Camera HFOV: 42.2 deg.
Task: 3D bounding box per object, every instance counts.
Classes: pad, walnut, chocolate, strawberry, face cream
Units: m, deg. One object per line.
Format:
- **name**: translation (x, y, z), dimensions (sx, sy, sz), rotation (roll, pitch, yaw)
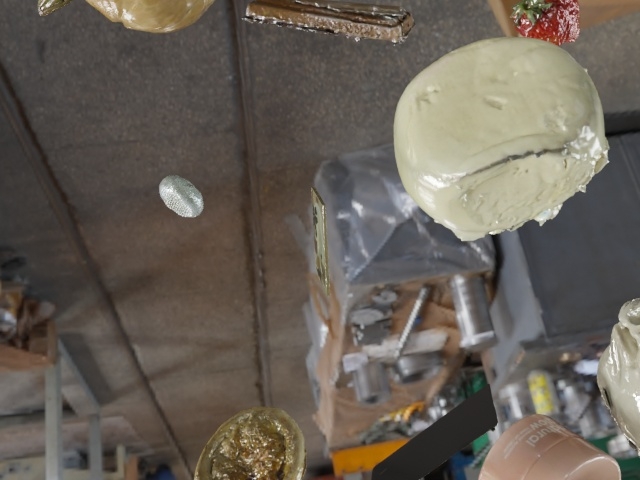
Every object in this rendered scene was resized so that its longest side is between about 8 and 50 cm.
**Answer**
- **pad**: translation (0.184, 0.344, 1.371), dimensions (0.265, 0.009, 0.159), rotation (-40, -173, 14)
- **walnut**: translation (-0.275, -0.503, 1.365), dimensions (0.251, 0.313, 0.277), rotation (24, -172, 23)
- **chocolate**: translation (0.014, -0.428, 1.572), dimensions (0.329, 0.102, 0.065), rotation (12, 121, 17)
- **strawberry**: translation (0.495, -0.487, 1.797), dimensions (0.148, 0.131, 0.131), rotation (2, 151, -39)
- **face cream**: translation (0.282, 0.304, 1.025), dimensions (0.149, 0.104, 0.149), rotation (-15, 117, -31)

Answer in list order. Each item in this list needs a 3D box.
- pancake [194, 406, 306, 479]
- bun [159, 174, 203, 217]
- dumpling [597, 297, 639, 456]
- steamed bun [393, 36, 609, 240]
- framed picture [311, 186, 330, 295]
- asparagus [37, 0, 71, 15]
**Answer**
- **pancake**: translation (-0.079, 0.258, 0.963), dimensions (0.151, 0.152, 0.025), rotation (-18, 132, 15)
- **bun**: translation (-0.228, -0.075, 1.376), dimensions (0.083, 0.045, 0.083), rotation (29, 154, 15)
- **dumpling**: translation (0.433, 0.182, 1.038), dimensions (0.172, 0.247, 0.142), rotation (-16, -173, -37)
- **steamed bun**: translation (0.294, -0.168, 1.386), dimensions (0.333, 0.312, 0.233), rotation (-10, 144, 13)
- **framed picture**: translation (0.000, 0.000, 1.774), dimensions (0.010, 0.136, 0.201), rotation (-6, 111, -8)
- **asparagus**: translation (-0.425, -0.516, 1.499), dimensions (0.287, 0.080, 0.080), rotation (-45, 142, 15)
